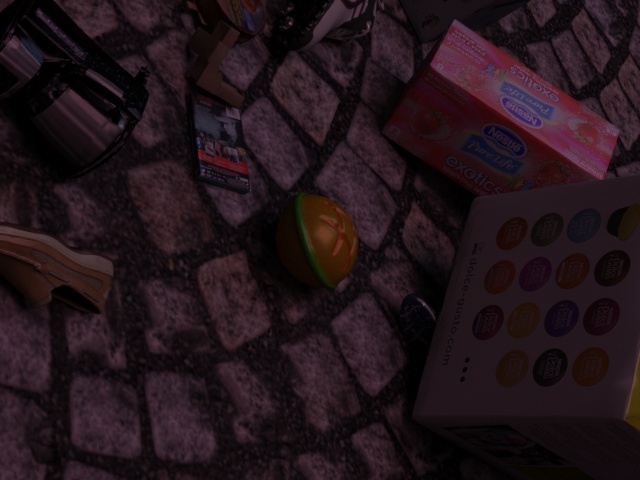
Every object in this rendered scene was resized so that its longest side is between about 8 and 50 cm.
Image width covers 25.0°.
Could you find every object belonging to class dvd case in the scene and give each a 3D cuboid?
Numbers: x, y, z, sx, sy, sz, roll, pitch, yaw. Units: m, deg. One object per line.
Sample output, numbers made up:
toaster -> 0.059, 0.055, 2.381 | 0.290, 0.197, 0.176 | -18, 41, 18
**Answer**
dvd case -> -0.128, -0.122, 1.802 | 0.087, 0.013, 0.120 | 15, 59, -45

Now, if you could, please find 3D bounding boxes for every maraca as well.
maraca -> 0.000, 0.000, 1.816 | 0.185, 0.099, 0.127 | -6, 80, -77

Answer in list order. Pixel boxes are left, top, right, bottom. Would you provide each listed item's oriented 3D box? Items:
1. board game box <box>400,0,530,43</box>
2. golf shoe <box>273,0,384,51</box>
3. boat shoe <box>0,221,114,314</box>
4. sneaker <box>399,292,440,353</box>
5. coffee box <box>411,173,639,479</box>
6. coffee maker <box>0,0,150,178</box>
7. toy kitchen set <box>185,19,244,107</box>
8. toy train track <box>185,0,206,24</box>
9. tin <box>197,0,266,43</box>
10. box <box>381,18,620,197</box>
board game box -> 0.304, -0.429, 2.257 | 0.224, 0.303, 0.098 | -25, 88, -53
golf shoe -> 0.027, -0.326, 2.039 | 0.120, 0.105, 0.273 | 56, 37, -21
boat shoe -> -0.289, 0.034, 1.479 | 0.190, 0.068, 0.072 | 19, 66, -43
sneaker -> 0.152, 0.121, 1.964 | 0.135, 0.052, 0.058 | 57, 30, -23
coffee box -> 0.386, 0.145, 1.907 | 0.338, 0.334, 0.338 | 35, 62, -37
coffee maker -> -0.288, -0.182, 1.584 | 0.178, 0.120, 0.171 | 45, 17, -24
toy kitchen set -> -0.124, -0.229, 1.830 | 0.075, 0.083, 0.068 | 28, 8, -38
toy train track -> -0.150, -0.294, 1.880 | 0.083, 0.014, 0.048 | 14, 53, -52
tin -> -0.131, -0.347, 1.903 | 0.106, 0.040, 0.190 | 14, 54, -56
box -> 0.263, -0.160, 2.097 | 0.300, 0.154, 0.142 | 34, 41, -4
